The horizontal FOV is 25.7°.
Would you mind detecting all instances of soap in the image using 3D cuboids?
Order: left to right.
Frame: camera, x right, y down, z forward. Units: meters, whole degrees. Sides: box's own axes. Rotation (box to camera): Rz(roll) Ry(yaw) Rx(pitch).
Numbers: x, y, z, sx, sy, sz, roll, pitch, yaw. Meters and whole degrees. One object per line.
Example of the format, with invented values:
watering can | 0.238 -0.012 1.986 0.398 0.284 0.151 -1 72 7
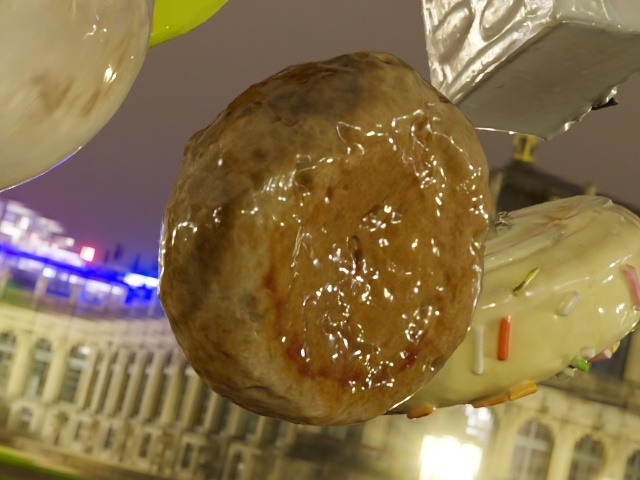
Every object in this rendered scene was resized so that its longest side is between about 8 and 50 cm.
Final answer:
soap | 0.265 -0.382 1.706 0.213 0.435 0.350 0 -15 -21

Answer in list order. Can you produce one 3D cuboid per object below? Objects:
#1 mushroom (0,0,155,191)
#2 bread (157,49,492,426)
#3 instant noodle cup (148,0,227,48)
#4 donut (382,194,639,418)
mushroom | -0.144 -0.171 0.477 0.290 0.297 0.297 -33 -24 10
bread | 0.000 0.000 0.846 0.230 0.230 0.123 23 -5 -43
instant noodle cup | -0.155 -0.304 1.058 0.311 0.311 0.221 13 16 5
donut | 0.186 0.065 1.442 0.371 0.150 0.307 -22 6 -31
